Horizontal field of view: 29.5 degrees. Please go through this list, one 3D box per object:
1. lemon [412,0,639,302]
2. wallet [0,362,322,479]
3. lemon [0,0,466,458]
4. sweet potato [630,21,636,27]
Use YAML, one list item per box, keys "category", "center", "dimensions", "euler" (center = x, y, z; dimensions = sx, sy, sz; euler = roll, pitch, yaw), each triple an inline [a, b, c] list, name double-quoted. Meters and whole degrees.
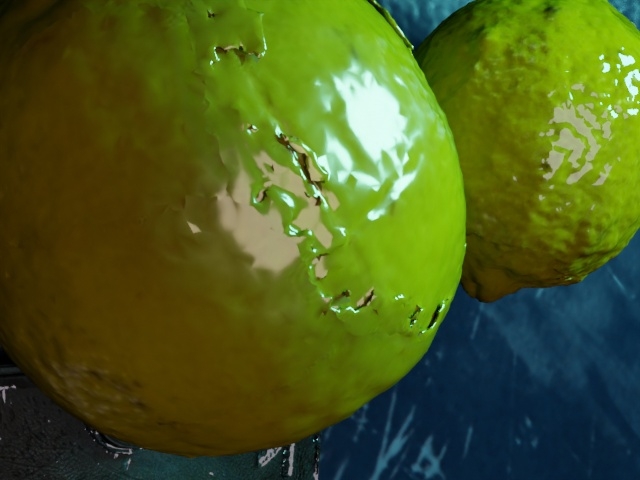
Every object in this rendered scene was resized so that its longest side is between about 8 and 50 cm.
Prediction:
- category: "lemon"
  center: [0.140, -0.070, 0.832]
  dimensions: [0.192, 0.192, 0.231]
  euler: [10, 97, -30]
- category: "wallet"
  center: [-0.136, 0.157, 0.817]
  dimensions: [0.318, 0.045, 0.172]
  euler: [1, 103, -30]
- category: "lemon"
  center: [-0.063, -0.028, 0.675]
  dimensions: [0.297, 0.297, 0.297]
  euler: [-7, 105, -28]
- category: "sweet potato"
  center: [0.232, -0.126, 0.963]
  dimensions: [0.034, 0.034, 0.095]
  euler: [9, 108, -30]
